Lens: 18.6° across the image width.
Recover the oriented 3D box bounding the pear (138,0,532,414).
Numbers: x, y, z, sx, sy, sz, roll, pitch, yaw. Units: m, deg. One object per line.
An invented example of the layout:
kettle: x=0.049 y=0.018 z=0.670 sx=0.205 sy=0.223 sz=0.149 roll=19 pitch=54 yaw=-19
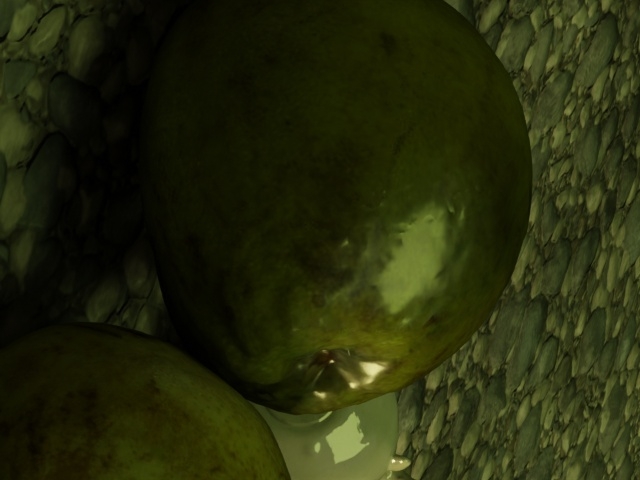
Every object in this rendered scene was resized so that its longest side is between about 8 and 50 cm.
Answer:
pear: x=0.012 y=-0.049 z=1.588 sx=0.352 sy=0.352 sz=0.413 roll=76 pitch=15 yaw=-50

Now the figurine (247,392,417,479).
figurine: x=-0.003 y=0.213 z=1.879 sx=0.227 sy=0.274 sz=0.394 roll=-58 pitch=171 yaw=-20

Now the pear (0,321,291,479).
pear: x=-0.165 y=0.215 z=1.458 sx=0.304 sy=0.304 sz=0.304 roll=-45 pitch=145 yaw=-44
